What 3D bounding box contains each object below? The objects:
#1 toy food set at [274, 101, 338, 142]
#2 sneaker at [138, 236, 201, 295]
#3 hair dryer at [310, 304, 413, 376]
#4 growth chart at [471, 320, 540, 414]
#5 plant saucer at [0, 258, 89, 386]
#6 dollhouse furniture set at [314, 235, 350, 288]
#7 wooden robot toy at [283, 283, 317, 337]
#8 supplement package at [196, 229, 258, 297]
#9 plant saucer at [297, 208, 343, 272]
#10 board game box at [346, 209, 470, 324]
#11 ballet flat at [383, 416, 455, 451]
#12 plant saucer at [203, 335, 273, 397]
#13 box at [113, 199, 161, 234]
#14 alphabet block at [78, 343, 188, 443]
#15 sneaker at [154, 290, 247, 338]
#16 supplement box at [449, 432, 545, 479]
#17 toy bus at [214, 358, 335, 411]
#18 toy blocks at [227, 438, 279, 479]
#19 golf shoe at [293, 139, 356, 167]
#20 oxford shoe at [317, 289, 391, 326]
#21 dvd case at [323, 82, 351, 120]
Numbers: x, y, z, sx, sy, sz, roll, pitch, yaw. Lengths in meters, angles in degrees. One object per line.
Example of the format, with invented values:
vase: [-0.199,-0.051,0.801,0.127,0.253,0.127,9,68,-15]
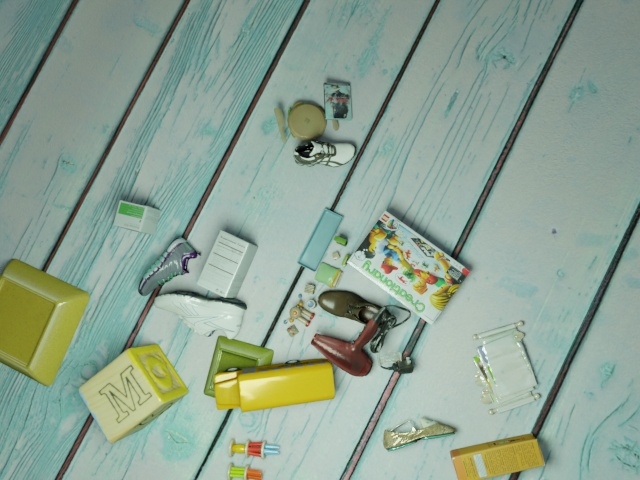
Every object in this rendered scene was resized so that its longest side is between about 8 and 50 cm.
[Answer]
toy food set: [-0.043,-0.381,1.631,0.192,0.038,0.133,-13,86,-4]
sneaker: [-0.478,0.101,1.614,0.098,0.083,0.224,38,89,7]
hair dryer: [0.118,0.286,1.462,0.293,0.080,0.224,-8,105,6]
growth chart: [0.516,0.361,1.444,0.171,0.021,0.237,-13,81,8]
plant saucer: [-0.973,0.265,1.674,0.332,0.081,0.333,22,87,11]
dollhouse furniture set: [0.039,0.066,1.543,0.076,0.058,0.152,24,87,12]
wooden robot toy: [-0.058,0.213,1.529,0.076,0.079,0.173,29,88,12]
supplement package: [-0.283,0.075,1.571,0.105,0.105,0.179,23,86,12]
plant saucer: [0.000,0.000,1.579,0.067,0.018,0.192,27,88,12]
board game box: [0.254,0.078,1.496,0.305,0.053,0.193,36,89,7]
ballet flat: [0.273,0.536,1.440,0.206,0.073,0.067,-16,66,3]
plant saucer: [-0.256,0.404,1.554,0.188,0.045,0.188,13,85,11]
box: [-0.588,-0.073,1.643,0.101,0.102,0.087,13,87,10]
alphabet block: [-0.552,0.447,1.525,0.197,0.192,0.193,-38,80,4]
sneaker: [-0.378,0.226,1.570,0.297,0.111,0.129,10,92,12]
supplement box: [0.478,0.592,1.392,0.233,0.078,0.080,-18,80,7]
toy bus: [-0.134,0.415,1.463,0.332,0.130,0.108,-5,88,-10]
toy blocks: [-0.195,0.652,1.507,0.148,0.054,0.123,0,82,9]
golf shoe: [0.012,-0.269,1.575,0.198,0.094,0.077,-8,80,7]
oxford shoe: [0.097,0.196,1.498,0.227,0.096,0.083,14,87,12]
dvd case: [0.054,-0.439,1.616,0.087,0.013,0.120,0,81,-11]
